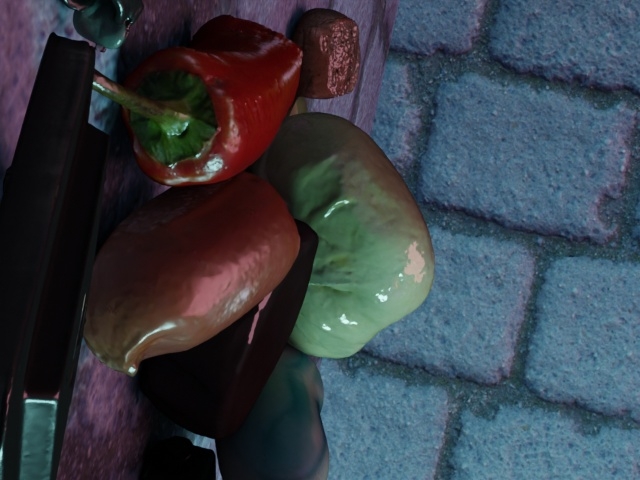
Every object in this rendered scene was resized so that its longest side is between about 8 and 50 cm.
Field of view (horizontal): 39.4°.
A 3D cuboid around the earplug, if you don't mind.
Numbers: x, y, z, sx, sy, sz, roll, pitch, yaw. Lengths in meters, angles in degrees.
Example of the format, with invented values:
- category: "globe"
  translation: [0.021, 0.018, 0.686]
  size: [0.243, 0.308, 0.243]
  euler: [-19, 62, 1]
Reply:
- category: "earplug"
  translation: [-0.060, 0.267, 1.184]
  size: [0.324, 0.185, 0.184]
  euler: [-127, -133, -74]

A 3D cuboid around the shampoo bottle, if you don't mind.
- category: "shampoo bottle"
  translation: [-0.183, 0.348, 1.169]
  size: [0.080, 0.079, 0.246]
  euler: [-70, 169, -50]

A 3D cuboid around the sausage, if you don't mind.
- category: "sausage"
  translation: [-0.117, 0.019, 0.844]
  size: [0.254, 0.148, 0.148]
  euler: [-38, 143, -49]

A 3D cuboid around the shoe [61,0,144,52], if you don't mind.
- category: "shoe"
  translation: [-0.153, -0.187, 0.649]
  size: [0.169, 0.071, 0.099]
  euler: [-9, 114, -77]

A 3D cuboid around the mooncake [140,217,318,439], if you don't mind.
- category: "mooncake"
  translation: [-0.114, 0.089, 1.064]
  size: [0.283, 0.141, 0.283]
  euler: [21, 90, -80]

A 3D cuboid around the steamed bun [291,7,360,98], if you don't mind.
- category: "steamed bun"
  translation: [0.009, -0.304, 1.459]
  size: [0.175, 0.106, 0.144]
  euler: [-53, 154, -66]

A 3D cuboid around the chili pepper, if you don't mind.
- category: "chili pepper"
  translation: [-0.112, -0.111, 0.807]
  size: [0.338, 0.135, 0.131]
  euler: [-64, 178, -65]

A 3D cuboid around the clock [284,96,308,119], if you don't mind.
- category: "clock"
  translation: [-0.057, -0.134, 1.522]
  size: [0.235, 0.029, 0.234]
  euler: [12, 90, -82]

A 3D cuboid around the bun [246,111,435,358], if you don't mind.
- category: "bun"
  translation: [0.000, 0.000, 1.276]
  size: [0.213, 0.361, 0.361]
  euler: [-18, 134, -28]

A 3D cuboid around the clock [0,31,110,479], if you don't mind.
- category: "clock"
  translation: [-0.168, 0.059, 0.533]
  size: [0.273, 0.049, 0.278]
  euler: [113, -19, -46]
